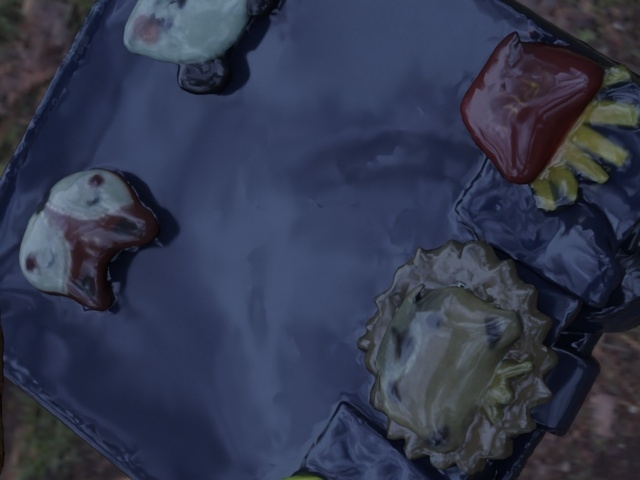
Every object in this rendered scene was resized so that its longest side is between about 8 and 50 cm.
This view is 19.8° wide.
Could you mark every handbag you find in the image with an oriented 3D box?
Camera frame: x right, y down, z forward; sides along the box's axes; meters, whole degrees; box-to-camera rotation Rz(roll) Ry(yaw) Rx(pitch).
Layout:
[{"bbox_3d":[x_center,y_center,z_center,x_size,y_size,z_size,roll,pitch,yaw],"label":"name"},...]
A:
[{"bbox_3d":[0.000,0.000,0.905,0.329,0.122,0.303,36,103,27],"label":"handbag"}]

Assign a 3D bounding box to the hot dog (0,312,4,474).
[{"bbox_3d":[-0.217,0.083,0.424,0.174,0.267,0.387,27,105,38],"label":"hot dog"}]
